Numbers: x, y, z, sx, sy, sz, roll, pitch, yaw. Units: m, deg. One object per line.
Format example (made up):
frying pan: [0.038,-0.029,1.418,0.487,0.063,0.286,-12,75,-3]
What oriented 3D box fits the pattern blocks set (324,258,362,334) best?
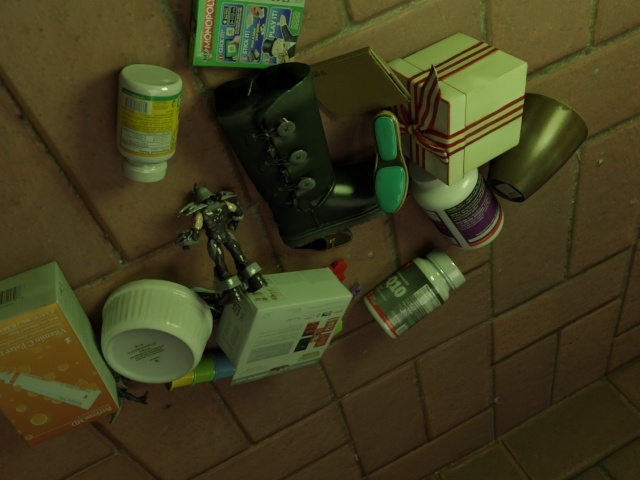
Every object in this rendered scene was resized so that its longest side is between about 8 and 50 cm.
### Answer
pattern blocks set: [-0.022,0.212,1.762,0.325,0.026,0.285,-34,135,-1]

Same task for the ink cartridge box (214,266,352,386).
ink cartridge box: [-0.108,0.226,1.579,0.309,0.130,0.272,-4,129,-40]

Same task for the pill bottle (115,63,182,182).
pill bottle: [-0.336,-0.223,1.153,0.117,0.117,0.208,-4,127,-27]

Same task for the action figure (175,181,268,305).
action figure: [-0.233,0.001,1.359,0.185,0.099,0.285,-27,100,-33]

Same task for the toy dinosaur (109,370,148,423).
toy dinosaur: [-0.530,0.400,1.605,0.118,0.064,0.268,-2,128,-9]

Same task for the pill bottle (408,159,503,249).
pill bottle: [0.362,-0.120,1.594,0.181,0.181,0.323,-41,135,6]

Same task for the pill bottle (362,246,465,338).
pill bottle: [0.283,0.154,1.794,0.283,0.161,0.161,-38,135,3]

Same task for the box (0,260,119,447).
box: [-0.621,0.256,1.322,0.215,0.168,0.345,-22,126,-12]

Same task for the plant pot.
plant pot: [0.535,-0.221,1.532,0.215,0.215,0.230,41,77,-44]

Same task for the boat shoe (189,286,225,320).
boat shoe: [-0.260,0.175,1.554,0.183,0.083,0.065,8,123,-34]

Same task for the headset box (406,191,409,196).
headset box: [0.195,-0.123,1.602,0.083,0.032,0.062,-46,135,11]

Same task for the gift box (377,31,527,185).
gift box: [0.283,-0.318,1.348,0.258,0.255,0.276,-30,132,-17]

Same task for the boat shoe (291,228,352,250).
boat shoe: [0.000,0.000,1.567,0.207,0.073,0.073,-3,127,-30]

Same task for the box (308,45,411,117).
box: [0.068,-0.331,1.265,0.164,0.201,0.021,36,60,-43]

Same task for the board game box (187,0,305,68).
board game box: [-0.128,-0.482,1.107,0.213,0.046,0.317,-5,128,-26]

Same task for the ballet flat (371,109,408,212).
ballet flat: [0.159,-0.178,1.331,0.080,0.073,0.232,2,113,14]

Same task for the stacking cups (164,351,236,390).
stacking cups: [-0.288,0.354,1.699,0.316,0.096,0.096,-4,128,-34]

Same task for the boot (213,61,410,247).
boot: [0.003,-0.213,1.334,0.367,0.146,0.445,-29,135,-5]

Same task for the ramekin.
ramekin: [-0.400,0.232,1.430,0.273,0.127,0.273,-1,132,-1]
